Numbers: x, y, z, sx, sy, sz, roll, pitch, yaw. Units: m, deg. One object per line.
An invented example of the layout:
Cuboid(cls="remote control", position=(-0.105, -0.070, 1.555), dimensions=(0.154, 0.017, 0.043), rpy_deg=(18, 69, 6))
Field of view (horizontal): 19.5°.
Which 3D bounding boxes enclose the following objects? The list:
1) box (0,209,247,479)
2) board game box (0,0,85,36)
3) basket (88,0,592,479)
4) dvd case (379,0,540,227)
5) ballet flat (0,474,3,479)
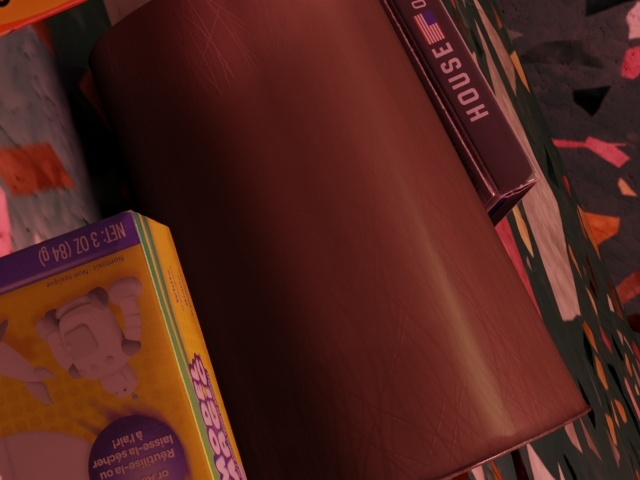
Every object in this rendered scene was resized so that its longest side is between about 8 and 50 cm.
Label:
Cuboid(cls="box", position=(-0.067, 0.093, 0.502), dimensions=(0.043, 0.105, 0.179), rpy_deg=(28, 43, -78))
Cuboid(cls="board game box", position=(-0.048, -0.352, 0.691), dimensions=(0.356, 0.356, 0.356), rpy_deg=(-88, 154, -58))
Cuboid(cls="basket", position=(0.000, 0.000, 0.804), dimensions=(0.204, 0.154, 0.227), rpy_deg=(14, 52, -81))
Cuboid(cls="dvd case", position=(0.025, -0.067, 0.941), dimensions=(0.179, 0.029, 0.239), rpy_deg=(62, -17, 9))
Cuboid(cls="ballet flat", position=(-0.068, 0.185, 0.320), dimensions=(0.182, 0.164, 0.483), rpy_deg=(93, -21, -74))
